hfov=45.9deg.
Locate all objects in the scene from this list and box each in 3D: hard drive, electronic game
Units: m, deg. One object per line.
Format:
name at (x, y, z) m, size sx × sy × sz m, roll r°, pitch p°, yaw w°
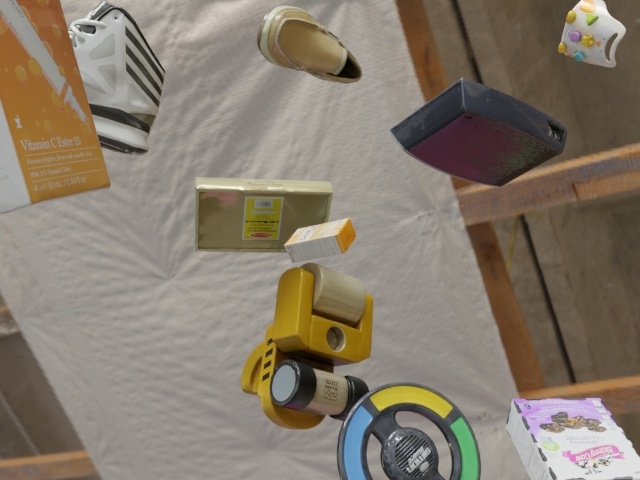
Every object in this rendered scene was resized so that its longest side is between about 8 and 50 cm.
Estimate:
hard drive at (0.252, -0.156, 1.178) m, size 0.255 × 0.054 × 0.172 m, roll 14°, pitch -31°, yaw -37°
electronic game at (0.134, 0.326, 1.133) m, size 0.229 × 0.229 × 0.048 m, roll 36°, pitch -30°, yaw 1°

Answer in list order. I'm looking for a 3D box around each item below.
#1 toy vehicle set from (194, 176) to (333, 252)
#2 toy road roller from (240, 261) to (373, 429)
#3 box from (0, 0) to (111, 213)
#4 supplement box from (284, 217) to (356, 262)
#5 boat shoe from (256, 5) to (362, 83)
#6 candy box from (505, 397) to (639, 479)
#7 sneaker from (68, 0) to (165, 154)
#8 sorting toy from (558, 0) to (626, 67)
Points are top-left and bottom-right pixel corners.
toy vehicle set at (-0.117, -0.047, 1.509) m, size 0.267 × 0.035 × 0.166 m, roll 1°, pitch -47°, yaw -11°
toy road roller at (-0.041, 0.229, 1.590) m, size 0.202 × 0.329 × 0.241 m, roll 22°, pitch -25°, yaw -37°
box at (-0.439, -0.207, 0.993) m, size 0.168 × 0.215 × 0.345 m, roll -12°, pitch -82°, yaw 13°
supplement box at (0.000, 0.000, 1.209) m, size 0.098 × 0.062 × 0.036 m, roll -12°, pitch -69°, yaw 27°
boat shoe at (-0.001, -0.219, 0.871) m, size 0.072 × 0.190 × 0.068 m, roll 29°, pitch -75°, yaw 22°
candy box at (0.417, 0.345, 1.233) m, size 0.165 × 0.196 × 0.070 m, roll 1°, pitch -63°, yaw -8°
sneaker at (-0.503, -0.345, 1.406) m, size 0.447 × 0.169 × 0.257 m, roll 18°, pitch -94°, yaw -28°
sorting toy at (0.347, -0.254, 0.953) m, size 0.075 × 0.045 × 0.083 m, roll 40°, pitch -40°, yaw 38°
